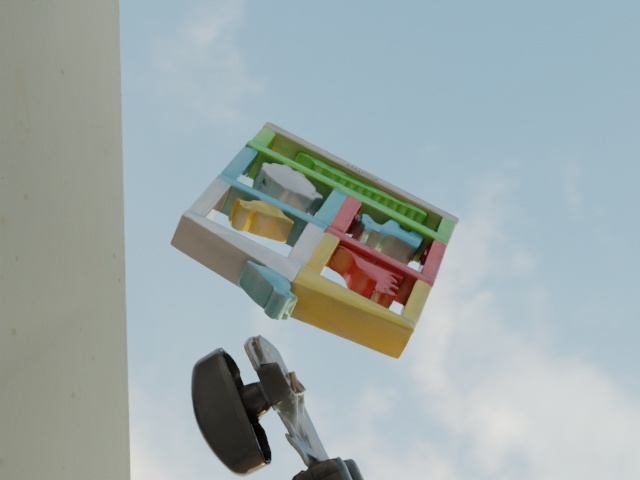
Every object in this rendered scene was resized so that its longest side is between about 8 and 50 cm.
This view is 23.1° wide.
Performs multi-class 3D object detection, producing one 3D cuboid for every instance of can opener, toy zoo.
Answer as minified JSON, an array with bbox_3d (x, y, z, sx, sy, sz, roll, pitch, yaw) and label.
[{"bbox_3d":[-0.012,0.205,1.202,0.095,0.076,0.283,-28,-107,10],"label":"can opener"},{"bbox_3d":[0.000,0.000,1.237,0.192,0.293,0.030,27,-66,2],"label":"toy zoo"}]

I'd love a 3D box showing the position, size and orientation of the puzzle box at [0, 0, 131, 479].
[{"bbox_3d":[-0.202,-0.042,0.598,0.052,0.272,0.409,-25,-118,49],"label":"puzzle box"}]
